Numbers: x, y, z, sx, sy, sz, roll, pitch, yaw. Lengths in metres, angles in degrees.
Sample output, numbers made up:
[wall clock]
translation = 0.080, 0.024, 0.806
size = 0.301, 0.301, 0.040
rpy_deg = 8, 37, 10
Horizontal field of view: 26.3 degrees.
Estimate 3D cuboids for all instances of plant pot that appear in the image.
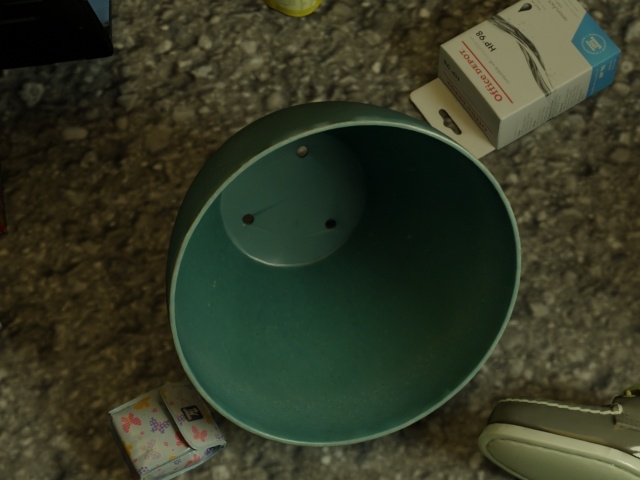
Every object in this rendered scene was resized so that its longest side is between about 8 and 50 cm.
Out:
[plant pot]
translation = 0.000, 0.000, 1.169
size = 0.290, 0.290, 0.195
rpy_deg = -18, 29, -7

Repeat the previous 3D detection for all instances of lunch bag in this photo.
[lunch bag]
translation = -0.133, 0.165, 1.189
size = 0.083, 0.053, 0.071
rpy_deg = -22, 66, -19

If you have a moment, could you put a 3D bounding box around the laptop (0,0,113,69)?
[laptop]
translation = -0.401, -0.273, 1.276
size = 0.381, 0.408, 0.236
rpy_deg = -7, 86, -2

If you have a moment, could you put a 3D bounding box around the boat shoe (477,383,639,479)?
[boat shoe]
translation = 0.284, 0.175, 1.145
size = 0.305, 0.109, 0.091
rpy_deg = 13, 64, 1

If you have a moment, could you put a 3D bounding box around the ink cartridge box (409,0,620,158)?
[ink cartridge box]
translation = 0.187, -0.163, 1.335
size = 0.180, 0.060, 0.104
rpy_deg = -30, 67, -13

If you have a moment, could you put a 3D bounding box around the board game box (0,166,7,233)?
[board game box]
translation = -0.386, -0.088, 1.323
size = 0.146, 0.045, 0.194
rpy_deg = -10, 64, -4

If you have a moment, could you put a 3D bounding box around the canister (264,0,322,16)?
[canister]
translation = -0.016, -0.317, 1.356
size = 0.073, 0.170, 0.126
rpy_deg = 25, 67, 13

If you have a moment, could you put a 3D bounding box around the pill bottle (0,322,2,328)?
[pill bottle]
translation = -0.359, 0.111, 1.202
size = 0.087, 0.087, 0.160
rpy_deg = 36, 70, 17
